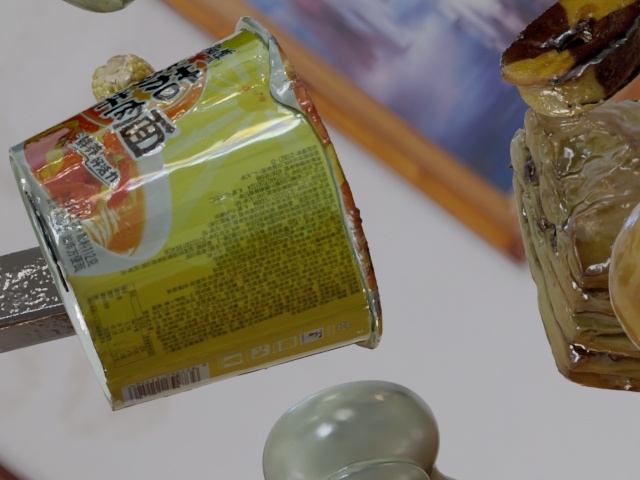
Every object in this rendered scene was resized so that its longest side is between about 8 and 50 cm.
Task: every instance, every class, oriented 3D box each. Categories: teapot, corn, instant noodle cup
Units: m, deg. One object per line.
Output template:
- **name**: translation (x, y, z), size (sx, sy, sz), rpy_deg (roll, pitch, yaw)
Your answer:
- **teapot**: translation (0.091, 0.261, 2.126), size (0.220, 0.318, 0.149), rpy_deg (107, 152, -47)
- **corn**: translation (-0.186, -0.119, 2.134), size (0.081, 0.081, 0.248), rpy_deg (-52, -39, -19)
- **instant noodle cup**: translation (-0.096, -0.007, 1.338), size (0.200, 0.264, 0.264), rpy_deg (-22, -5, -9)

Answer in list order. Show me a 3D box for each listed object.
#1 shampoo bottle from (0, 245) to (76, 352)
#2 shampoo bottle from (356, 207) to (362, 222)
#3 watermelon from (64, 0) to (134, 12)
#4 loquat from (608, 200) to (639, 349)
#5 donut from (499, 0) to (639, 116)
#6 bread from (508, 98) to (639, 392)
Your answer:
- **shampoo bottle**: translation (-0.263, 0.050, 1.860), size (0.246, 0.079, 0.080), rpy_deg (-14, -22, 4)
- **shampoo bottle**: translation (0.000, 0.001, 1.740), size (0.208, 0.063, 0.057), rpy_deg (103, -172, -65)
- **watermelon**: translation (-0.208, -0.313, 1.534), size (0.201, 0.213, 0.261), rpy_deg (-39, 22, -11)
- **loquat**: translation (0.357, 0.032, 1.640), size (0.208, 0.208, 0.208), rpy_deg (-52, 0, 0)
- **donut**: translation (0.232, -0.166, 1.660), size (0.140, 0.059, 0.140), rpy_deg (-22, 33, 15)
- **bread**: translation (0.399, -0.011, 2.205), size (0.191, 0.314, 0.370), rpy_deg (105, 165, -61)
